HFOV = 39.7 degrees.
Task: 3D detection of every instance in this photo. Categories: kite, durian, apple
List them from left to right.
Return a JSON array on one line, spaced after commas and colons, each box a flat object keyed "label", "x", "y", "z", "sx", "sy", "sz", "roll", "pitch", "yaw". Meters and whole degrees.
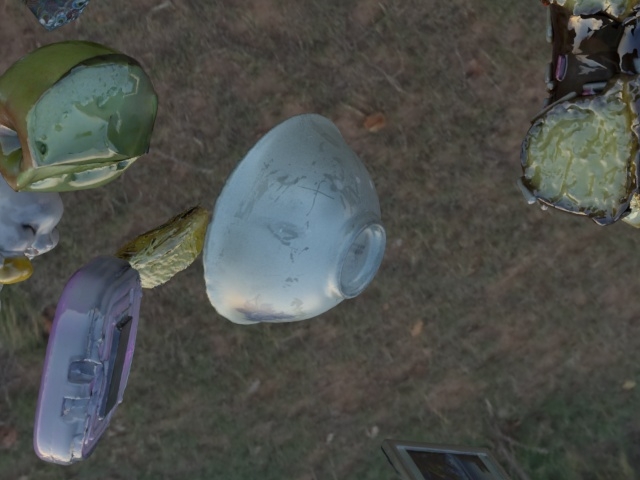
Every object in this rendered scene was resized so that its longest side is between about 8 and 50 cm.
[{"label": "kite", "x": -0.573, "y": -0.503, "z": 1.752, "sx": 0.229, "sy": 0.127, "sz": 0.016, "roll": 32, "pitch": 149, "yaw": 3}, {"label": "apple", "x": -0.307, "y": -0.150, "z": 1.080, "sx": 0.188, "sy": 0.174, "sz": 0.207, "roll": -8, "pitch": 150, "yaw": -45}, {"label": "durian", "x": 0.428, "y": -0.064, "z": 1.200, "sx": 0.052, "sy": 0.066, "sz": 0.130, "roll": -50, "pitch": 140, "yaw": -18}]

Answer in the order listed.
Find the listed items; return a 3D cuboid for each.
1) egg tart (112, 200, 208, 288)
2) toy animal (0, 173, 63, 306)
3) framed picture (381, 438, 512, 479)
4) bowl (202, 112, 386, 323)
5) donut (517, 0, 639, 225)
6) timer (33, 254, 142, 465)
[{"label": "egg tart", "x": -0.321, "y": 0.019, "z": 1.805, "sx": 0.252, "sy": 0.232, "sz": 0.098, "roll": -40, "pitch": 109, "yaw": -24}, {"label": "toy animal", "x": -0.460, "y": -0.019, "z": 1.242, "sx": 0.208, "sy": 0.154, "sz": 0.325, "roll": 1, "pitch": 112, "yaw": -68}, {"label": "framed picture", "x": 0.248, "y": 0.421, "z": 1.348, "sx": 0.232, "sy": 0.315, "sz": 0.024, "roll": 12, "pitch": 115, "yaw": -32}, {"label": "bowl", "x": 0.000, "y": 0.000, "z": 1.192, "sx": 0.313, "sy": 0.146, "sz": 0.313, "roll": -39, "pitch": 143, "yaw": -37}, {"label": "donut", "x": 0.294, "y": -0.205, "z": 0.950, "sx": 0.136, "sy": 0.259, "sz": 0.345, "roll": 5, "pitch": 111, "yaw": 22}, {"label": "timer", "x": -0.247, "y": 0.127, "z": 0.958, "sx": 0.069, "sy": 0.191, "sz": 0.209, "roll": 14, "pitch": 102, "yaw": -1}]
